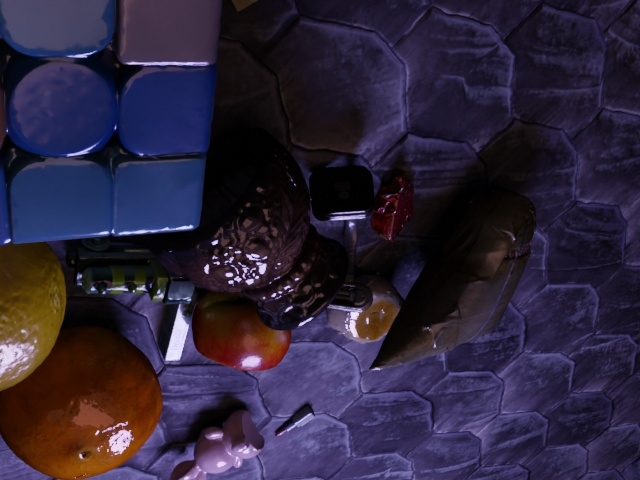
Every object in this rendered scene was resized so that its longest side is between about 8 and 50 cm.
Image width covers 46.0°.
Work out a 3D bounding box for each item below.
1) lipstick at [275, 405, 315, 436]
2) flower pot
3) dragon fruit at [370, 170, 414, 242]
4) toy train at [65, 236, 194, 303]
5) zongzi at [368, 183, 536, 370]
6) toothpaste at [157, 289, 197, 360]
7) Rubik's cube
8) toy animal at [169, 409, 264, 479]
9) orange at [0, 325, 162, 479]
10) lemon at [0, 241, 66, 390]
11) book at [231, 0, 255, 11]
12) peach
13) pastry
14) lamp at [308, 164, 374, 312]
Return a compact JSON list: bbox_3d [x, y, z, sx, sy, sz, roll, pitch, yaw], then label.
[{"bbox_3d":[-0.062,0.428,1.762,0.107,0.025,0.025,-37,133,8],"label":"lipstick"},{"bbox_3d":[-0.103,-0.002,1.232,0.267,0.266,0.267,-39,124,4],"label":"flower pot"},{"bbox_3d":[0.134,-0.075,1.478,0.097,0.063,0.131,-44,143,-38],"label":"dragon fruit"},{"bbox_3d":[-0.318,0.047,1.265,0.200,0.132,0.083,-2,125,-29],"label":"toy train"},{"bbox_3d":[0.268,0.070,1.510,0.393,0.174,0.355,-15,129,-46],"label":"zongzi"},{"bbox_3d":[-0.272,0.151,1.427,0.034,0.046,0.164,0,124,-32],"label":"toothpaste"},{"bbox_3d":[-0.335,-0.225,0.904,0.345,0.347,0.346,-6,126,-23],"label":"Rubik's cube"},{"bbox_3d":[-0.235,0.459,1.648,0.213,0.124,0.124,-30,133,7],"label":"toy animal"},{"bbox_3d":[-0.425,0.289,1.331,0.284,0.226,0.283,-10,125,-14],"label":"orange"},{"bbox_3d":[-0.510,0.090,1.103,0.293,0.293,0.293,-14,129,-18],"label":"lemon"},{"bbox_3d":[-0.075,-0.450,1.095,0.192,0.013,0.168,-31,133,-4],"label":"book"},{"bbox_3d":[-0.147,0.168,1.413,0.190,0.190,0.192,-18,129,-16],"label":"peach"},{"bbox_3d":[0.095,0.142,1.588,0.166,0.088,0.165,-13,126,-19],"label":"pastry"},{"bbox_3d":[0.000,-0.003,1.431,0.203,0.124,0.283,-2,130,-2],"label":"lamp"}]
